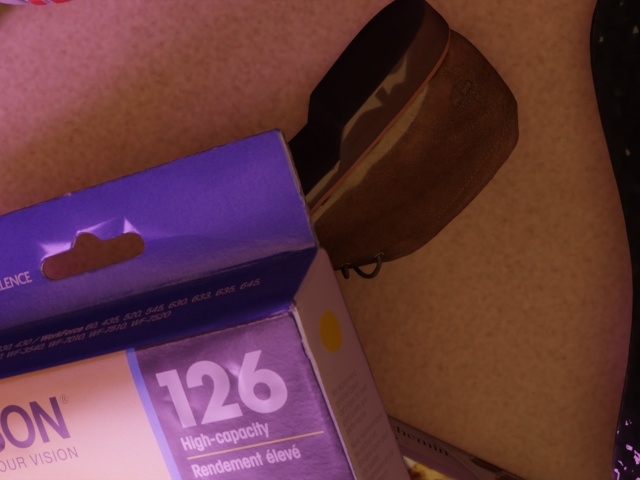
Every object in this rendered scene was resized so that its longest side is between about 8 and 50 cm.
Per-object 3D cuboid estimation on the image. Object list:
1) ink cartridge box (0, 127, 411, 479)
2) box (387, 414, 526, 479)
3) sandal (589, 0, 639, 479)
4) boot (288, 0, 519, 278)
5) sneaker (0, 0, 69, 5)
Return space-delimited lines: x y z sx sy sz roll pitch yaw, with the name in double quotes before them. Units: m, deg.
"ink cartridge box" -0.107 0.123 0.758 0.304 0.072 0.307 -15 102 28
"box" 0.082 0.175 0.854 0.324 0.063 0.067 27 101 -4
"sandal" 0.267 0.039 0.787 0.168 0.107 0.445 -3 93 34
"boot" 0.000 0.000 0.803 0.115 0.112 0.305 36 106 -27
"sneaker" -0.145 -0.196 0.793 0.158 0.061 0.065 -19 74 5
